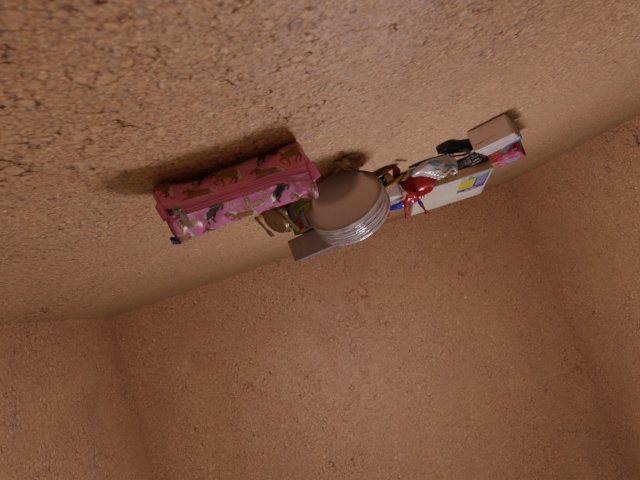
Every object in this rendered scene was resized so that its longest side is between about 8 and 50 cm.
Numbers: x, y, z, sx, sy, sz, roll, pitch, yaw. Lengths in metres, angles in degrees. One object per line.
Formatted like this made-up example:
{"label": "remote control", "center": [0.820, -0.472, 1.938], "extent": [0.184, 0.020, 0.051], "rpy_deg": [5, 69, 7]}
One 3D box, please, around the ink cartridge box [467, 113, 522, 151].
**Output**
{"label": "ink cartridge box", "center": [0.671, -0.402, 1.569], "extent": [0.148, 0.086, 0.203], "rpy_deg": [-24, 172, 33]}

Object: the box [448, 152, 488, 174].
{"label": "box", "center": [0.763, -0.394, 2.085], "extent": [0.175, 0.051, 0.220], "rpy_deg": [-14, 172, -40]}

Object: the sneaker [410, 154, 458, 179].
{"label": "sneaker", "center": [0.504, -0.312, 1.798], "extent": [0.228, 0.092, 0.087], "rpy_deg": [-17, 175, -12]}

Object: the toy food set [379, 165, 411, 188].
{"label": "toy food set", "center": [0.260, -0.259, 1.671], "extent": [0.218, 0.071, 0.128], "rpy_deg": [-23, -163, 41]}

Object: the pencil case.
{"label": "pencil case", "center": [-0.197, -0.120, 0.998], "extent": [0.386, 0.167, 0.160], "rpy_deg": [-19, 141, -8]}

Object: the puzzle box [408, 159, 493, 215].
{"label": "puzzle box", "center": [0.666, -0.266, 2.127], "extent": [0.409, 0.052, 0.272], "rpy_deg": [-18, 157, 0]}

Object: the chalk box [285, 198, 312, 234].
{"label": "chalk box", "center": [-0.047, -0.107, 1.676], "extent": [0.213, 0.132, 0.132], "rpy_deg": [-27, 171, 41]}

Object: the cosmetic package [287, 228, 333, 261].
{"label": "cosmetic package", "center": [0.000, 0.000, 1.687], "extent": [0.238, 0.107, 0.127], "rpy_deg": [-26, 172, 27]}

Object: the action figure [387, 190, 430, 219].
{"label": "action figure", "center": [0.397, -0.136, 1.911], "extent": [0.091, 0.139, 0.280], "rpy_deg": [-17, 170, -35]}

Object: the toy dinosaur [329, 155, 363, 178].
{"label": "toy dinosaur", "center": [0.083, -0.247, 1.327], "extent": [0.092, 0.053, 0.183], "rpy_deg": [-1, 173, -12]}

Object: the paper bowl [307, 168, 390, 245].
{"label": "paper bowl", "center": [0.085, -0.133, 1.406], "extent": [0.284, 0.284, 0.148], "rpy_deg": [-22, 130, 18]}

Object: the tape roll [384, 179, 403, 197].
{"label": "tape roll", "center": [0.243, -0.200, 1.930], "extent": [0.286, 0.100, 0.286], "rpy_deg": [-20, 173, -2]}

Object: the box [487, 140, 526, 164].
{"label": "box", "center": [0.796, -0.402, 1.766], "extent": [0.122, 0.128, 0.257], "rpy_deg": [-23, 172, 32]}

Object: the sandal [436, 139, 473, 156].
{"label": "sandal", "center": [0.557, -0.366, 1.663], "extent": [0.254, 0.054, 0.097], "rpy_deg": [-15, 172, -39]}

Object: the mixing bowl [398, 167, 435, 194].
{"label": "mixing bowl", "center": [0.467, -0.266, 1.915], "extent": [0.181, 0.098, 0.181], "rpy_deg": [-17, 162, -6]}

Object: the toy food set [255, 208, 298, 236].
{"label": "toy food set", "center": [-0.173, -0.079, 1.651], "extent": [0.192, 0.132, 0.038], "rpy_deg": [-12, -144, 48]}
